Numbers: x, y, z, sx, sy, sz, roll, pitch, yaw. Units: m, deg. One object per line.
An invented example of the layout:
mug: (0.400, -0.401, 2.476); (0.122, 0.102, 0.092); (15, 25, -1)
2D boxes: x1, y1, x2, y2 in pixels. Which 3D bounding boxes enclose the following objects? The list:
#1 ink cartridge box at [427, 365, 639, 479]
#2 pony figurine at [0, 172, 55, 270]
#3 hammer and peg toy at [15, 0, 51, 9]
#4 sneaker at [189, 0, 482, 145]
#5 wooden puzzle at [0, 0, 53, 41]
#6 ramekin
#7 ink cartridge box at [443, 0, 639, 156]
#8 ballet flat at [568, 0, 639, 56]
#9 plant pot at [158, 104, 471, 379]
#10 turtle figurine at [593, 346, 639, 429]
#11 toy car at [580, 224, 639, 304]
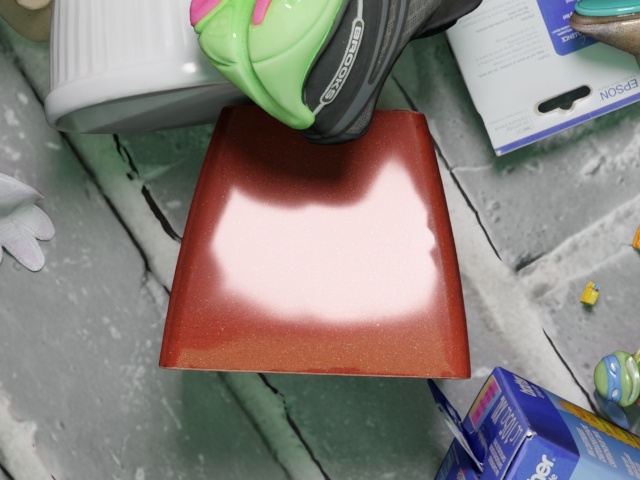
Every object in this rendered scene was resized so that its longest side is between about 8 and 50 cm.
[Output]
ink cartridge box: (0.263, 0.263, 1.513); (0.396, 0.270, 0.151); (25, 97, -4)
pony figurine: (-0.448, 0.014, 1.463); (0.363, 0.351, 0.302); (27, 82, 17)
hammer and peg toy: (-0.288, -0.366, 1.282); (0.266, 0.127, 0.361); (-43, 133, 18)
sneaker: (0.053, -0.278, 1.364); (0.482, 0.185, 0.202); (-59, 135, -28)
wooden puzzle: (-0.221, -0.383, 1.447); (0.348, 0.080, 0.322); (-32, 132, 9)
ramekin: (-0.121, -0.180, 1.449); (0.273, 0.273, 0.127); (-9, 88, 2)
ink cartridge box: (0.180, -0.263, 1.530); (0.165, 0.065, 0.332); (-21, 97, 3)
ballet flat: (0.380, -0.207, 1.490); (0.316, 0.107, 0.106); (-18, 113, -14)
plant pot: (0.000, 0.000, 1.488); (0.267, 0.267, 0.235); (3, 89, 0)
turtle figurine: (0.412, 0.118, 1.509); (0.266, 0.197, 0.274); (-2, 142, -17)
toy car: (0.317, 0.032, 1.590); (0.060, 0.040, 0.122); (38, 97, -6)
